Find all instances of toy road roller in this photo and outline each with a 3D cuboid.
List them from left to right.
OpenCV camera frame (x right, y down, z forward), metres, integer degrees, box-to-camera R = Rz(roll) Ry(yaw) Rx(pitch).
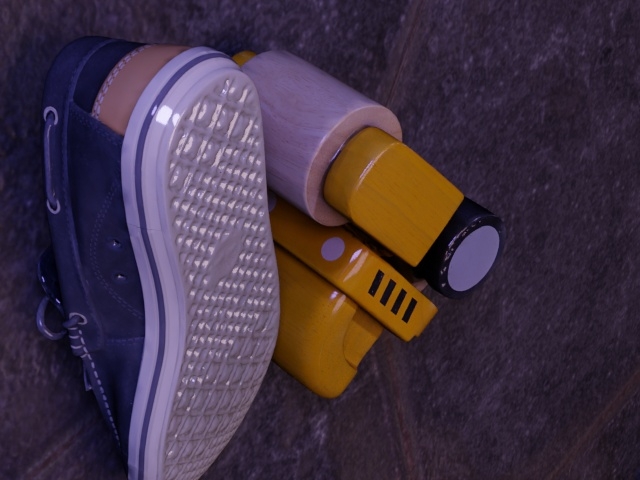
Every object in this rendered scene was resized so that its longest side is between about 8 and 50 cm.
[{"bbox_3d":[0.000,0.000,1.389,0.240,0.202,0.329,-54,143,-2],"label":"toy road roller"}]

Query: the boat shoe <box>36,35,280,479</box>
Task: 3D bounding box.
[{"bbox_3d":[-0.142,0.035,1.261,0.187,0.156,0.500,-45,149,-37],"label":"boat shoe"}]
